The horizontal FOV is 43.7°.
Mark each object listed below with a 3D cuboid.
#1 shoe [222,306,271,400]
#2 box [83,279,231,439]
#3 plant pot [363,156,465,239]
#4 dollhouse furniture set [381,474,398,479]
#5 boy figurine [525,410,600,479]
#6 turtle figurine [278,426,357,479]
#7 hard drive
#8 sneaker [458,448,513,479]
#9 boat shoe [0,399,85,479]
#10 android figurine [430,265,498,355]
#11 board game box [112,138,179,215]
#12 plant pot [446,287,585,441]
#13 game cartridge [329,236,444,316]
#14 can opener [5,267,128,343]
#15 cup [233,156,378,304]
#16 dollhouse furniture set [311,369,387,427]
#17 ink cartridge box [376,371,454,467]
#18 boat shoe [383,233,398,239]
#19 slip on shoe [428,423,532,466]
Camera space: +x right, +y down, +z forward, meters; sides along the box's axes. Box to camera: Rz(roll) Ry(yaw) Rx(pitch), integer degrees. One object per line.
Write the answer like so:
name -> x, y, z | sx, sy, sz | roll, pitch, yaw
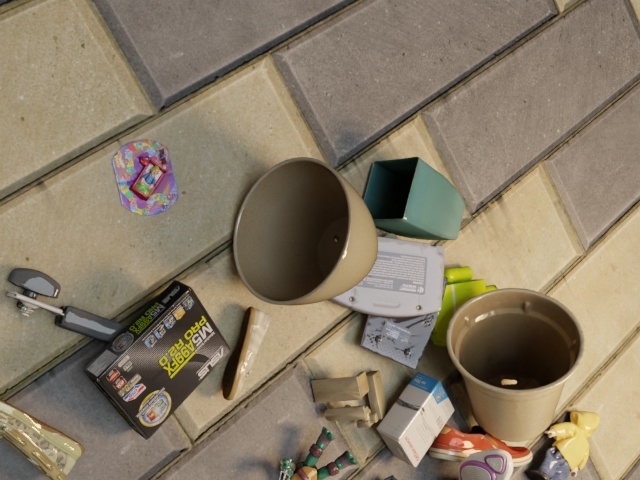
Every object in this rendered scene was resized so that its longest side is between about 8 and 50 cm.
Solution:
shoe -> -0.167, 0.262, 1.823 | 0.058, 0.076, 0.219 | 23, 74, -23
box -> -0.336, 0.251, 1.687 | 0.270, 0.060, 0.216 | -46, 133, -25
plant pot -> 0.251, -0.087, 2.050 | 0.234, 0.165, 0.166 | 25, 74, -36
dollhouse furniture set -> 0.155, 0.731, 1.867 | 0.303, 0.286, 0.198 | -23, 99, -18
boy figurine -> 0.714, 0.598, 2.325 | 0.177, 0.092, 0.285 | 50, 64, -18
turtle figurine -> -0.036, 0.557, 1.861 | 0.234, 0.118, 0.175 | -44, 106, -11
hard drive -> 0.210, 0.183, 2.040 | 0.172, 0.054, 0.255 | 24, 76, -8
sneaker -> 0.421, 0.624, 2.071 | 0.152, 0.305, 0.114 | -12, 53, -37
boat shoe -> -0.594, 0.375, 1.543 | 0.285, 0.104, 0.089 | 38, 66, -24
android figurine -> 0.376, 0.197, 2.165 | 0.272, 0.056, 0.248 | -8, 92, -32
board game box -> -0.377, -0.139, 1.745 | 0.133, 0.033, 0.169 | -14, 94, -31
plant pot -> 0.500, 0.346, 2.065 | 0.334, 0.333, 0.306 | -40, 140, -26
game cartridge -> 0.161, 0.091, 1.991 | 0.294, 0.060, 0.196 | 8, 75, -10
can opener -> -0.504, 0.144, 1.628 | 0.280, 0.074, 0.093 | 30, 73, -27
cup -> 0.000, 0.000, 1.828 | 0.237, 0.331, 0.331 | 19, 77, -51
dollhouse furniture set -> 0.075, 0.392, 1.990 | 0.151, 0.123, 0.144 | -20, 99, -66
ink cartridge box -> 0.245, 0.456, 2.033 | 0.191, 0.082, 0.140 | -48, 133, -22
boat shoe -> 0.160, 0.042, 2.054 | 0.048, 0.042, 0.133 | 25, 72, 1
slip on shoe -> 0.440, 0.553, 2.152 | 0.331, 0.123, 0.101 | 14, 76, -25
